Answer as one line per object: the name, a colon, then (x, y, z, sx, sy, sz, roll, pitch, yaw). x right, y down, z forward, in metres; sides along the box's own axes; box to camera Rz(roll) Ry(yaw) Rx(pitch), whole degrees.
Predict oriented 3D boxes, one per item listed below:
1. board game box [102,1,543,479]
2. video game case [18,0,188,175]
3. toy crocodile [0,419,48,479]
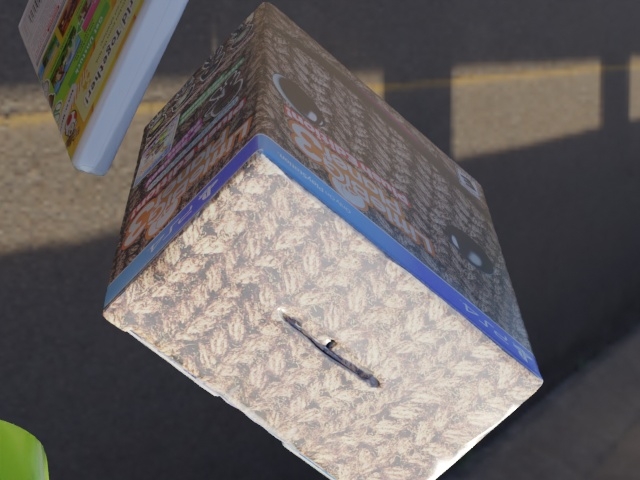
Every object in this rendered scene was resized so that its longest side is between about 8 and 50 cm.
board game box: (0.000, 0.000, 0.934, 0.232, 0.141, 0.291, 39, 20, -19)
video game case: (-0.118, -0.183, 0.842, 0.026, 0.206, 0.227, 16, 114, -30)
toy crocodile: (-0.306, 0.128, 0.797, 0.340, 0.115, 0.105, 11, 123, -39)
